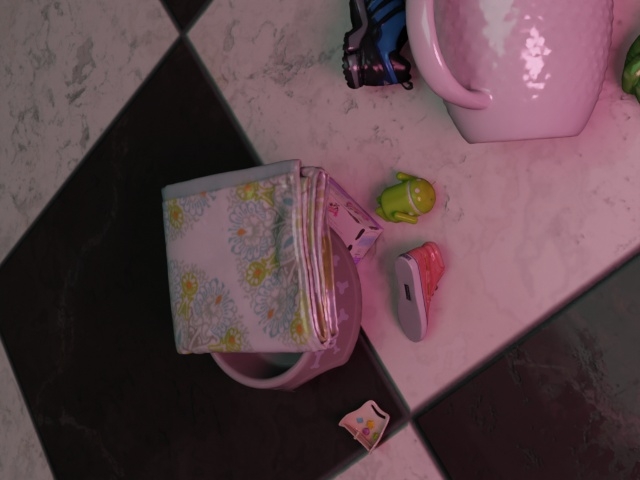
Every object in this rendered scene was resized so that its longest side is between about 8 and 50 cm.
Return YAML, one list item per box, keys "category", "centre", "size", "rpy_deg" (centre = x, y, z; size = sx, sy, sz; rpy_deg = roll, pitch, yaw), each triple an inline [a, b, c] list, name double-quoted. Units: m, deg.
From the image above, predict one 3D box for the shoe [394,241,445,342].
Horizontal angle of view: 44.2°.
- category: "shoe"
  centre: [0.180, 0.090, 1.381]
  size: [0.063, 0.081, 0.178]
  rpy_deg: [23, 131, 47]

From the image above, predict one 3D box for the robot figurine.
- category: "robot figurine"
  centre: [0.154, -0.071, 1.402]
  size: [0.115, 0.067, 0.101]
  rpy_deg: [-19, 47, 35]

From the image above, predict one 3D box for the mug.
- category: "mug"
  centre: [0.260, -0.308, 1.150]
  size: [0.276, 0.374, 0.327]
  rpy_deg: [2, 99, 47]

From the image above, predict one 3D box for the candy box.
- category: "candy box"
  centre: [0.000, 0.000, 1.510]
  size: [0.165, 0.070, 0.196]
  rpy_deg: [47, 115, 28]

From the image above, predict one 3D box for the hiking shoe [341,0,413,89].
- category: "hiking shoe"
  centre: [0.117, -0.418, 1.442]
  size: [0.132, 0.113, 0.304]
  rpy_deg: [5, 84, 6]

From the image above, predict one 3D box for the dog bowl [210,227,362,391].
- category: "dog bowl"
  centre: [-0.091, 0.116, 1.470]
  size: [0.349, 0.102, 0.348]
  rpy_deg: [0, 91, 37]

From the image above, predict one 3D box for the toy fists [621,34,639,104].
- category: "toy fists"
  centre: [0.561, -0.233, 1.094]
  size: [0.279, 0.096, 0.142]
  rpy_deg: [16, 99, 34]

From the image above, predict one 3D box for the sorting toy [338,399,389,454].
- category: "sorting toy"
  centre: [0.090, 0.337, 1.450]
  size: [0.083, 0.045, 0.075]
  rpy_deg: [40, 104, 31]

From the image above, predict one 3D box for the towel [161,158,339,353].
- category: "towel"
  centre: [-0.135, 0.039, 1.385]
  size: [0.375, 0.090, 0.320]
  rpy_deg: [-6, 85, 38]
